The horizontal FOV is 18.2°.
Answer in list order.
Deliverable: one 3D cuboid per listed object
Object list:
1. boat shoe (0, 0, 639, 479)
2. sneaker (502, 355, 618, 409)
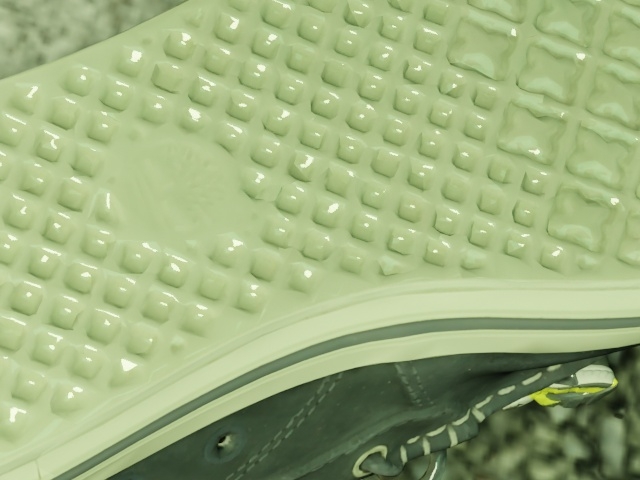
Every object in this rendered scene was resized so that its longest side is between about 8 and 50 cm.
[{"bbox_3d":[0.000,0.000,0.723,0.500,0.156,0.187,-20,71,-20],"label":"boat shoe"},{"bbox_3d":[0.078,0.048,0.803,0.083,0.031,0.035,5,58,-19],"label":"sneaker"}]
